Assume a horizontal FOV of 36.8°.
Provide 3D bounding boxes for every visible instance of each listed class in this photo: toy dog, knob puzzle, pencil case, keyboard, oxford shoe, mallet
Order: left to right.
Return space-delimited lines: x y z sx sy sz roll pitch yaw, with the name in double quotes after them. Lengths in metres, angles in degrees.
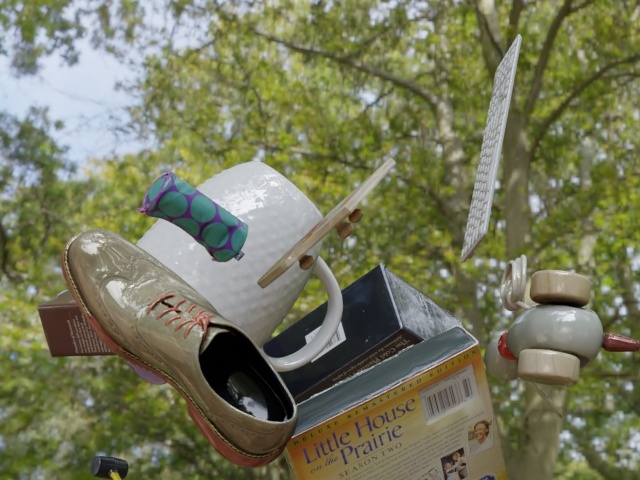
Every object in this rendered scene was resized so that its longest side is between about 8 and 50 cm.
-0.340 0.419 1.621 0.062 0.039 0.190 20 7 -29 "mallet"
-0.150 0.097 1.081 0.348 0.123 0.130 42 -35 6 "oxford shoe"
-0.170 -0.029 1.314 0.152 0.070 0.064 37 -2 -27 "pencil case"
0.000 0.000 1.086 0.030 0.213 0.213 47 -44 -3 "knob puzzle"
0.181 -0.100 1.017 0.014 0.256 0.072 14 -27 1 "keyboard"
0.352 0.151 1.411 0.161 0.220 0.333 14 4 1 "toy dog"

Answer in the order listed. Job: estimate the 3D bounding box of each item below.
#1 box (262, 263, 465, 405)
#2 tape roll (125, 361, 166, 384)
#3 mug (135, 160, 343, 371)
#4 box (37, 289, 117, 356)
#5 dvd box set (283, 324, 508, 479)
0.112 0.262 2.061 0.343 0.179 0.312 -37 -45 22 "box"
-0.333 0.189 1.925 0.189 0.080 0.189 25 -49 32 "tape roll"
-0.125 0.069 1.662 0.374 0.328 0.276 43 -9 -17 "mug"
-0.434 0.172 2.210 0.382 0.191 0.143 -3 -74 27 "box"
0.125 0.361 1.411 0.308 0.062 0.420 -26 -59 -13 "dvd box set"
